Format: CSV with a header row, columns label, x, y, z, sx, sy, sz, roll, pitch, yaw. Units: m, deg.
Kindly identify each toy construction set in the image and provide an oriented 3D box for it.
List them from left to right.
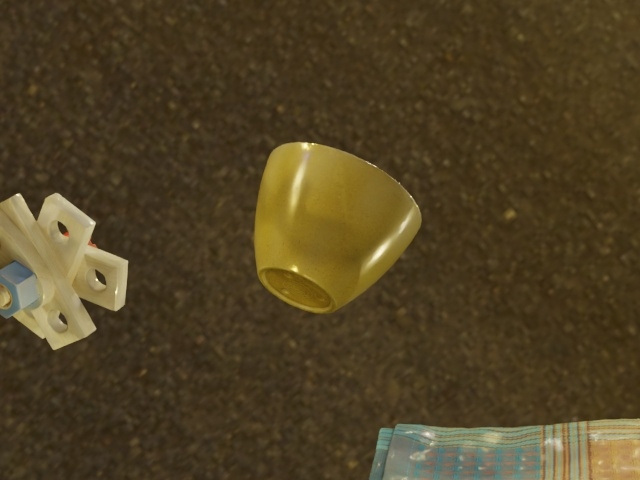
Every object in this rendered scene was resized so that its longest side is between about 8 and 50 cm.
label,x,y,z,sx,sy,sz,roll,pitch,yaw
toy construction set,-0.267,0.012,0.806,0.327,0.215,0.151,-15,106,-60

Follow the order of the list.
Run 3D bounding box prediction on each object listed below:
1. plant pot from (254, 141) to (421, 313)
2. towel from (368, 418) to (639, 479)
label,x,y,z,sx,sy,sz,roll,pitch,yaw
plant pot,0.000,0.000,1.097,0.134,0.134,0.095,33,65,-14
towel,0.208,0.181,0.980,0.271,0.370,0.040,-59,143,-73
